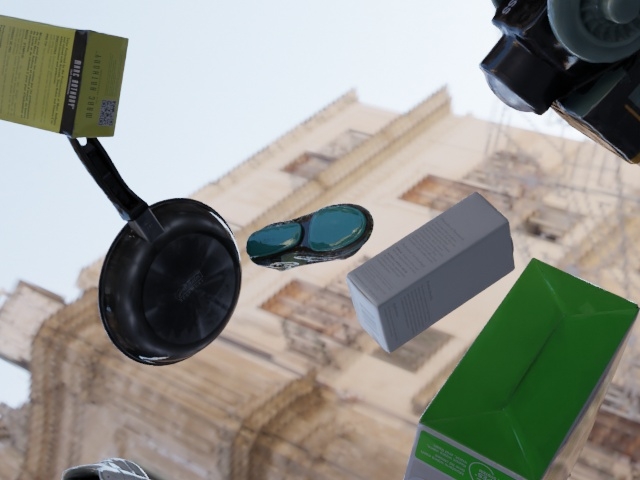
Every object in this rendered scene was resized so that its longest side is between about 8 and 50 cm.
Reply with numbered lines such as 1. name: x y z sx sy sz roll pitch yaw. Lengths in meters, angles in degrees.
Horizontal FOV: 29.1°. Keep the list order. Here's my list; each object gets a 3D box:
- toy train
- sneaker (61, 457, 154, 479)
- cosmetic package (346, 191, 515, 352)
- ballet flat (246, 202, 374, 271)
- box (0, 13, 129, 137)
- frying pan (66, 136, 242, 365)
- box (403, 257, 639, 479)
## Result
1. toy train: 0.250 -0.192 0.776 0.190 0.142 0.334 37 -84 -25
2. sneaker: -0.219 0.320 1.462 0.115 0.232 0.090 15 -97 -55
3. cosmetic package: 0.158 0.044 1.740 0.231 0.085 0.117 -33 -39 -14
4. ballet flat: 0.000 0.000 1.414 0.070 0.188 0.070 9 -102 -48
5. box: -0.272 -0.144 1.004 0.058 0.232 0.087 -7 -72 -65
6. frying pan: -0.169 -0.010 1.379 0.197 0.053 0.326 -22 -64 -37
7. box: 0.190 0.194 1.216 0.262 0.126 0.231 -48 -23 -40
